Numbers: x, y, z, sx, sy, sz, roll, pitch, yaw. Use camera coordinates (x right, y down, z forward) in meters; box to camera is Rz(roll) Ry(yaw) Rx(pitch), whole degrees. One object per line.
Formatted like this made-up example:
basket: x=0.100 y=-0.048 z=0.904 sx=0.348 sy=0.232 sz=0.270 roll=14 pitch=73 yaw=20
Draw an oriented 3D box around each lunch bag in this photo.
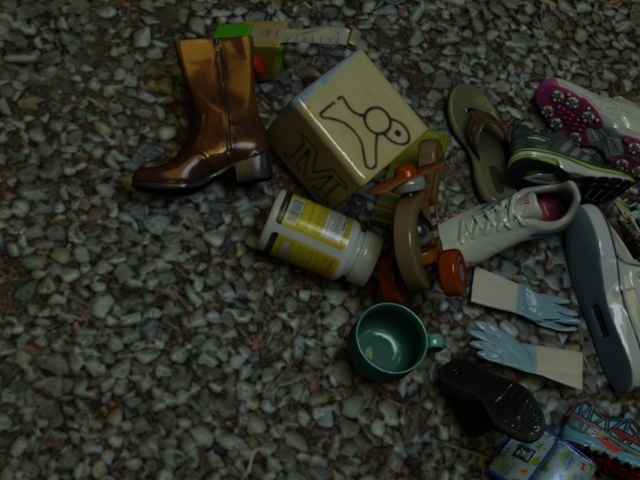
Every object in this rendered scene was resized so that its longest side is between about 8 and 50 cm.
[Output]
lunch bag: x=0.381 y=0.402 z=1.623 sx=0.151 sy=0.096 sz=0.129 roll=36 pitch=65 yaw=19

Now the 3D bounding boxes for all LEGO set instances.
LEGO set: x=0.654 y=-0.033 z=1.780 sx=0.132 sy=0.287 sz=0.107 roll=-39 pitch=115 yaw=-7

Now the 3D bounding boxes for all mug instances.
mug: x=0.123 y=0.192 z=1.641 sx=0.157 sy=0.097 sz=0.129 roll=33 pitch=63 yaw=0

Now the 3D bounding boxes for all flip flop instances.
flip flop: x=0.334 y=-0.196 z=1.871 sx=0.112 sy=0.080 sz=0.277 roll=-7 pitch=69 yaw=-17

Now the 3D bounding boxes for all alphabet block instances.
alphabet block: x=0.043 y=-0.198 z=1.721 sx=0.192 sy=0.193 sz=0.197 roll=-40 pitch=92 yaw=-24

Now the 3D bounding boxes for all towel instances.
towel: x=0.178 y=-0.122 z=1.822 sx=0.102 sy=0.021 sz=0.237 roll=16 pitch=63 yaw=8

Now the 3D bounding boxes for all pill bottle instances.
pill bottle: x=0.000 y=0.000 z=1.682 sx=0.208 sy=0.119 sz=0.119 roll=23 pitch=64 yaw=-3

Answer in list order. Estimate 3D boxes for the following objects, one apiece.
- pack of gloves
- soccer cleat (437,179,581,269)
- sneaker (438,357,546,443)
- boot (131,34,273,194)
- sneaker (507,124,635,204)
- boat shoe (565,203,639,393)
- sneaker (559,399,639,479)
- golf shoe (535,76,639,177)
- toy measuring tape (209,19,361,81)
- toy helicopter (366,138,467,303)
pack of gloves: x=0.379 y=0.171 z=1.756 sx=0.232 sy=0.046 sz=0.195 roll=19 pitch=51 yaw=-7
soccer cleat: x=0.334 y=-0.037 z=1.752 sx=0.331 sy=0.143 sz=0.116 roll=-20 pitch=74 yaw=-11
sneaker: x=0.304 y=0.298 z=1.598 sx=0.087 sy=0.227 sz=0.130 roll=-39 pitch=126 yaw=-20
boot: x=-0.229 y=-0.230 z=1.686 sx=0.264 sy=0.096 sz=0.281 roll=-10 pitch=87 yaw=-7
sneaker: x=0.504 y=-0.159 z=1.868 sx=0.299 sy=0.111 sz=0.121 roll=14 pitch=58 yaw=-24
boat shoe: x=0.592 y=0.098 z=1.779 sx=0.156 sy=0.136 sz=0.367 roll=-9 pitch=72 yaw=-17
sneaker: x=0.562 y=0.366 z=1.674 sx=0.261 sy=0.104 sz=0.125 roll=24 pitch=62 yaw=-3
golf shoe: x=0.589 y=-0.256 z=1.957 sx=0.306 sy=0.115 sz=0.140 roll=34 pitch=53 yaw=-5
toy measuring tape: x=-0.069 y=-0.360 z=1.788 sx=0.329 sy=0.121 sz=0.121 roll=6 pitch=62 yaw=22
toy helicopter: x=0.175 y=-0.072 z=1.666 sx=0.140 sy=0.235 sz=0.355 roll=-9 pitch=40 yaw=23
